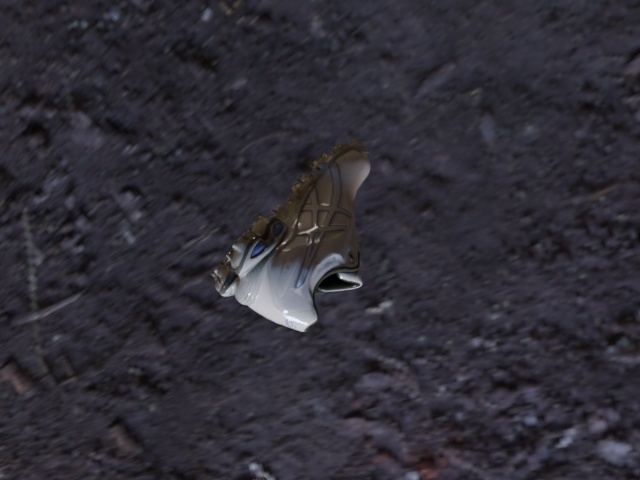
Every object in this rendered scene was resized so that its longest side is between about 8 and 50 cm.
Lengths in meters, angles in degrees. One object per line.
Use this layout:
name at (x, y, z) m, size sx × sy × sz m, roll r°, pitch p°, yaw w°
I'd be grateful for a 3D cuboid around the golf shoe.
golf shoe at (0.000, 0.000, 1.156) m, size 0.086 × 0.069 × 0.176 m, roll 38°, pitch 51°, yaw 3°

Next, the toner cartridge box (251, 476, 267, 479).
toner cartridge box at (-0.044, 0.343, 1.324) m, size 0.075 × 0.348 × 0.165 m, roll -20°, pitch 107°, yaw 3°
